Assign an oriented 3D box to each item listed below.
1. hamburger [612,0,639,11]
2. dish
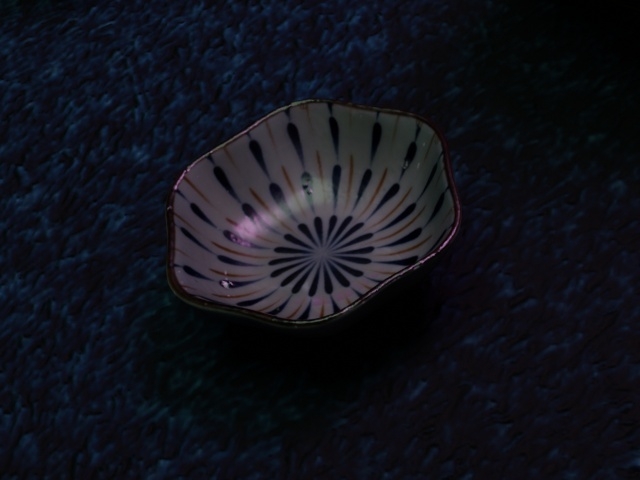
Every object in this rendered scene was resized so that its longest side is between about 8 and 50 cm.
[{"bbox_3d":[0.231,-0.248,1.223,0.211,0.260,0.245,-61,12,-13],"label":"hamburger"},{"bbox_3d":[0.000,0.000,1.185,0.190,0.066,0.191,-9,46,9],"label":"dish"}]
